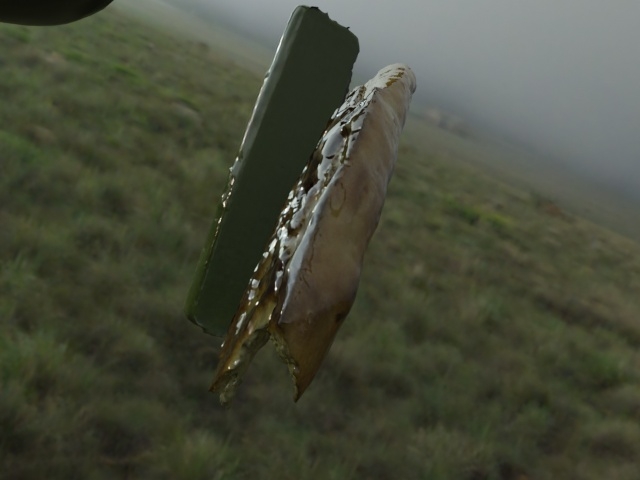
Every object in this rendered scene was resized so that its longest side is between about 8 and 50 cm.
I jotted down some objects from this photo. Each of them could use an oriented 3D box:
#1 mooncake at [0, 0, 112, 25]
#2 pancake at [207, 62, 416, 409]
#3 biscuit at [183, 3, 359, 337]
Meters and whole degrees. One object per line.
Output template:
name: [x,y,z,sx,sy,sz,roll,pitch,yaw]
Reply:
mooncake: [-0.124,-0.111,0.296,0.175,0.104,0.168,-3,-2,30]
pancake: [0.000,0.000,0.751,0.056,0.257,0.212,25,11,-8]
biscuit: [-0.046,-0.062,1.060,0.038,0.322,0.099,20,-1,44]
